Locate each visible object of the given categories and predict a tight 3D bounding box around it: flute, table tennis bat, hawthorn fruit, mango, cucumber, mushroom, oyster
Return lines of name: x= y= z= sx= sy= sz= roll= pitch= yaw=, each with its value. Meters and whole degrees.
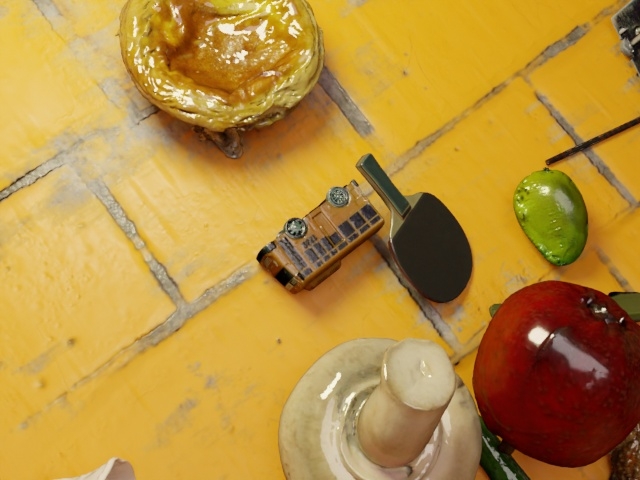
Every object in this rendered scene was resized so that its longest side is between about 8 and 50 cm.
flute: x=0.541 y=-0.199 z=1.586 sx=0.270 sy=0.014 sz=0.014 roll=-24 pitch=80 yaw=-16
table tennis bat: x=0.160 y=-0.023 z=1.398 sx=0.301 sy=0.022 sz=0.173 roll=49 pitch=55 yaw=-18
hawthorn fruit: x=0.362 y=0.220 z=1.266 sx=0.265 sy=0.265 sz=0.307 roll=18 pitch=114 yaw=-5
mango: x=0.416 y=-0.042 z=1.477 sx=0.119 sy=0.100 sz=0.178 roll=-19 pitch=86 yaw=21
cucumber: x=0.313 y=0.394 z=1.354 sx=0.056 sy=0.056 sz=0.250 roll=-33 pitch=81 yaw=-17
mushroom: x=0.090 y=0.271 z=1.251 sx=0.315 sy=0.315 sz=0.356 roll=-5 pitch=110 yaw=-12
oyster: x=-0.175 y=-0.179 z=1.448 sx=0.081 sy=0.038 sz=0.083 roll=-18 pitch=107 yaw=10

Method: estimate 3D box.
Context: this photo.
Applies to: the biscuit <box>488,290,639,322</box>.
biscuit: x=0.455 y=0.126 z=1.442 sx=0.323 sy=0.099 sz=0.038 roll=-3 pitch=108 yaw=-13

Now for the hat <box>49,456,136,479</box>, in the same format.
hat: x=-0.350 y=0.405 z=1.177 sx=0.126 sy=0.203 sz=0.203 roll=0 pitch=74 yaw=6

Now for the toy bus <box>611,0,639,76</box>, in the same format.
toy bus: x=0.692 y=-0.337 z=1.604 sx=0.131 sy=0.106 sz=0.297 roll=-16 pitch=78 yaw=-24

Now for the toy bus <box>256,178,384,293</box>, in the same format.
toy bus: x=0.000 y=0.000 z=1.386 sx=0.201 sy=0.098 sz=0.114 roll=-37 pitch=86 yaw=-20

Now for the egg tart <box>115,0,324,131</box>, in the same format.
egg tart: x=-0.169 y=-0.327 z=1.416 sx=0.352 sy=0.150 sz=0.351 roll=4 pitch=69 yaw=-11

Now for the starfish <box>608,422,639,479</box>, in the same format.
starfish: x=0.536 y=0.290 z=1.399 sx=0.312 sy=0.113 sz=0.303 roll=-26 pitch=80 yaw=-13
